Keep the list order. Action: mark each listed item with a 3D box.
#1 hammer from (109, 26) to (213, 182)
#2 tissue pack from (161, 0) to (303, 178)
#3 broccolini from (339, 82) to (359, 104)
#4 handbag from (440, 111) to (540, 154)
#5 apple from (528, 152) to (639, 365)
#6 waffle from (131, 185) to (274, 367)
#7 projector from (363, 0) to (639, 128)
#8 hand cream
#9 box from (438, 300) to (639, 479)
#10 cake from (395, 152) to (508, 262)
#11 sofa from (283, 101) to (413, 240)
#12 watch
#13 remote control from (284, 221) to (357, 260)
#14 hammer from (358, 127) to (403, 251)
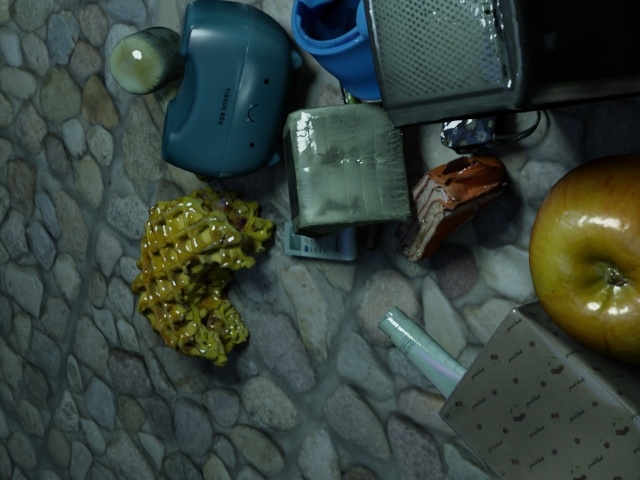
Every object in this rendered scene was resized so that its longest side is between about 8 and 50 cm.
[{"bbox_3d":[-0.271,-0.244,1.995,0.113,0.202,0.305,-21,103,19],"label":"hammer"},{"bbox_3d":[-0.152,-0.254,1.839,0.198,0.206,0.287,-109,32,-64],"label":"tissue pack"},{"bbox_3d":[0.040,-0.279,1.773,0.054,0.051,0.239,-20,88,33],"label":"broccolini"},{"bbox_3d":[0.255,-0.181,1.584,0.139,0.072,0.115,7,84,25],"label":"handbag"},{"bbox_3d":[0.405,0.025,1.383,0.286,0.233,0.286,10,106,38],"label":"apple"},{"bbox_3d":[-0.224,0.058,2.016,0.261,0.151,0.324,33,118,29],"label":"waffle"},{"bbox_3d":[0.245,-0.362,1.331,0.242,0.395,0.405,-3,97,44],"label":"projector"},{"bbox_3d":[0.178,0.191,1.750,0.205,0.050,0.078,44,125,21],"label":"hand cream"},{"bbox_3d":[0.365,0.245,1.499,0.297,0.190,0.225,45,125,24],"label":"box"},{"bbox_3d":[0.191,-0.052,1.667,0.098,0.135,0.287,59,150,9],"label":"cake"},{"bbox_3d":[0.037,-0.112,1.740,0.225,0.176,0.210,131,132,-83],"label":"sofa"},{"bbox_3d":[0.108,-0.370,1.576,0.274,0.241,0.305,12,69,46],"label":"watch"},{"bbox_3d":[0.000,0.000,1.878,0.162,0.029,0.061,6,96,45],"label":"remote control"},{"bbox_3d":[0.114,-0.150,1.741,0.111,0.043,0.365,29,119,33],"label":"hammer"}]
